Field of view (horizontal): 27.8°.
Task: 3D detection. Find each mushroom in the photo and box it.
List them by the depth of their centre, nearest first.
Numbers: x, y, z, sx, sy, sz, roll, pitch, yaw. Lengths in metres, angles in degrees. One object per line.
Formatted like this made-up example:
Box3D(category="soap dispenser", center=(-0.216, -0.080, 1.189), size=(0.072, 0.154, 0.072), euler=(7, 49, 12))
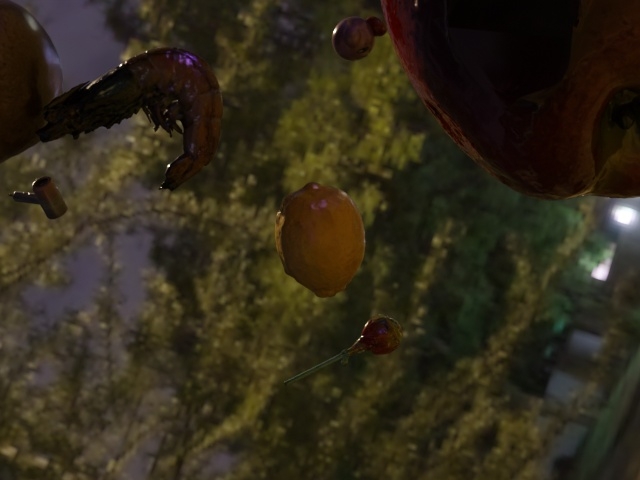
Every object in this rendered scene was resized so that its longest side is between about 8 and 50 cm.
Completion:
Box3D(category="mushroom", center=(-0.513, -0.270, 2.044), size=(0.263, 0.195, 0.283), euler=(113, 138, -88))

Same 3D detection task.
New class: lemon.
Box3D(category="lemon", center=(0.000, 0.000, 1.650), size=(0.114, 0.114, 0.155), euler=(-44, -51, -67))

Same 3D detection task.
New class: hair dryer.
Box3D(category="hair dryer", center=(-0.468, -0.073, 2.097), size=(0.037, 0.114, 0.063), euler=(-54, -44, -37))

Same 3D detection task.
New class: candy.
Box3D(category="candy", center=(0.034, 0.171, 1.941), size=(0.201, 0.060, 0.060), euler=(-26, -28, -15))

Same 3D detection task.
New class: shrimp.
Box3D(category="shrimp", center=(-0.284, -0.169, 1.971), size=(0.054, 0.290, 0.222), euler=(66, -175, -81))

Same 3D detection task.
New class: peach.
Box3D(category="peach", center=(0.227, -0.220, 1.184), size=(0.335, 0.406, 0.310), euler=(-33, -15, 35))

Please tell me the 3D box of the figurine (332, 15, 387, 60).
Box3D(category="figurine", center=(0.052, -0.309, 1.982), size=(0.071, 0.067, 0.083), euler=(-40, -9, -22))
